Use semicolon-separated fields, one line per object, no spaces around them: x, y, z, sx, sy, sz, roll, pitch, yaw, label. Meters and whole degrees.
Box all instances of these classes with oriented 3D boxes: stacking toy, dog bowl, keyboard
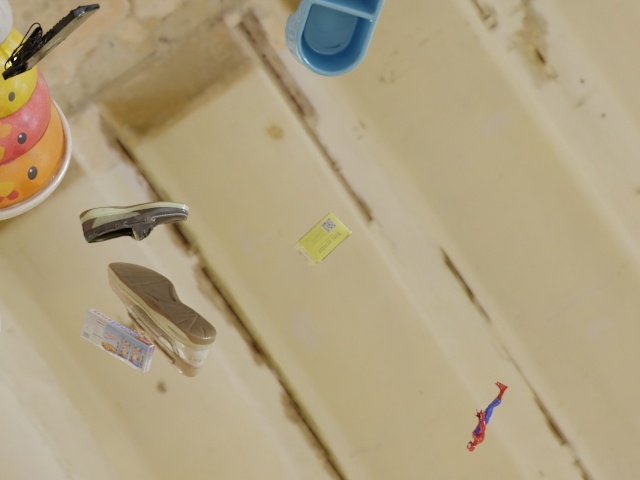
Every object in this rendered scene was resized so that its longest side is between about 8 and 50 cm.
-0.622;-0.284;2.055;0.350;0.350;0.480;-41;166;-29;stacking toy
0.039;-0.439;2.135;0.074;0.165;0.297;-101;-152;-61;dog bowl
-0.440;-0.323;1.819;0.192;0.038;0.100;-33;-174;29;keyboard

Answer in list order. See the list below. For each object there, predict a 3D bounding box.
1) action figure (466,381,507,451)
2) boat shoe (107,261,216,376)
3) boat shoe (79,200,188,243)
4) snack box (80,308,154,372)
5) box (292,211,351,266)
0.255;0.275;1.783;0.038;0.030;0.115;109;6;-79;action figure
-0.343;0.154;2.342;0.121;0.110;0.341;3;-154;-42;boat shoe
-0.258;-0.022;1.606;0.152;0.049;0.056;-7;163;-10;boat shoe
-0.430;0.211;2.427;0.022;0.178;0.064;-15;127;-60;snack box
0.000;0.000;2.148;0.087;0.058;0.232;-43;180;-4;box
